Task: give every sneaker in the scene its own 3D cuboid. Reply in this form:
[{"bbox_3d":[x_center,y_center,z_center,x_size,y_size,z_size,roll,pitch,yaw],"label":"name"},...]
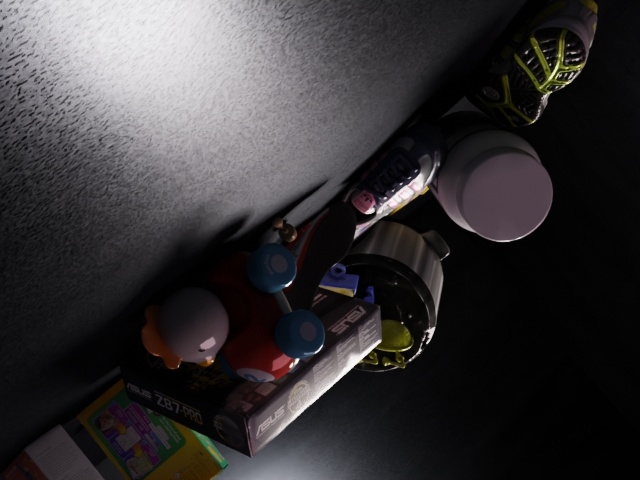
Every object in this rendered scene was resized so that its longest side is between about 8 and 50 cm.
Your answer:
[{"bbox_3d":[0.133,-0.110,1.533,0.131,0.112,0.319,-40,174,-34],"label":"sneaker"},{"bbox_3d":[-0.049,0.041,1.379,0.145,0.090,0.270,0,-127,46],"label":"sneaker"},{"bbox_3d":[0.401,-0.330,1.454,0.147,0.145,0.385,-57,-172,-16],"label":"sneaker"}]

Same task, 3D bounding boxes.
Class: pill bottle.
[{"bbox_3d":[0.329,-0.134,1.585,0.210,0.210,0.363,-41,-163,10],"label":"pill bottle"}]

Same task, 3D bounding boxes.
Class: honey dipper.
[{"bbox_3d":[-0.065,-0.022,1.346,0.030,0.030,0.160,-40,170,-1],"label":"honey dipper"}]

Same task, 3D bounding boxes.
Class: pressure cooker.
[{"bbox_3d":[0.167,0.135,2.264,0.420,0.370,0.375,-59,157,-63],"label":"pressure cooker"}]

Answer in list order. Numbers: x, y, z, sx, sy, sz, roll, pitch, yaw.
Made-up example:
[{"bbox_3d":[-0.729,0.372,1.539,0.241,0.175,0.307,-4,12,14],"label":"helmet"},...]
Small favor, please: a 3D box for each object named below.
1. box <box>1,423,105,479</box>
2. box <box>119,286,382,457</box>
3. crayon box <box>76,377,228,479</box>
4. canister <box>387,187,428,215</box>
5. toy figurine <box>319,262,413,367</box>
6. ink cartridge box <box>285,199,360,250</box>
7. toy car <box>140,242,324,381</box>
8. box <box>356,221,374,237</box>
[{"bbox_3d":[-0.509,0.467,1.504,0.130,0.170,0.091,-44,175,37],"label":"box"},{"bbox_3d":[-0.122,0.208,1.461,0.395,0.318,0.097,-34,129,-43],"label":"box"},{"bbox_3d":[-0.340,0.405,1.583,0.165,0.278,0.081,-40,173,-4],"label":"crayon box"},{"bbox_3d":[0.249,-0.151,2.216,0.170,0.073,0.126,-35,172,-32],"label":"canister"},{"bbox_3d":[0.062,0.169,1.971,0.191,0.363,0.217,-63,158,-69],"label":"toy figurine"},{"bbox_3d":[0.000,0.000,1.687,0.231,0.078,0.134,-36,173,-38],"label":"ink cartridge box"},{"bbox_3d":[-0.163,0.140,1.186,0.238,0.210,0.219,-19,174,-39],"label":"toy car"},{"bbox_3d":[0.090,-0.043,2.041,0.324,0.063,0.067,-41,173,5],"label":"box"}]
